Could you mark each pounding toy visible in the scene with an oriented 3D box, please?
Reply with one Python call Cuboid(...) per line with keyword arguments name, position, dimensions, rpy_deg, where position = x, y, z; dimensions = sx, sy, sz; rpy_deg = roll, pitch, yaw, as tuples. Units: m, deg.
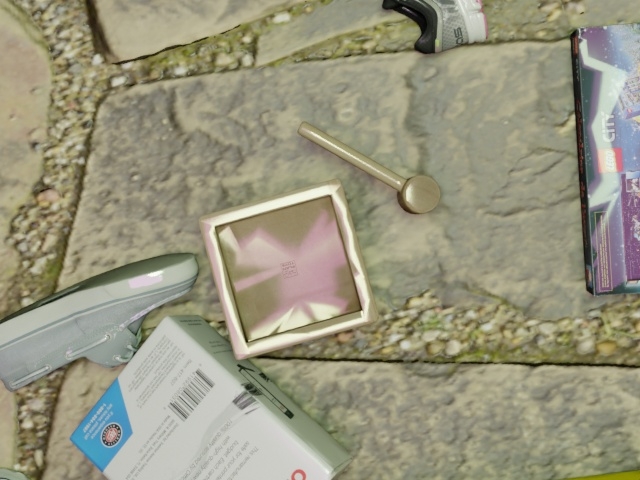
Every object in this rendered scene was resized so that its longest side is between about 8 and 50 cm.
Cuboid(name="pounding toy", position=(0.003, -0.011, 0.907), dimensions=(0.206, 0.094, 0.181), rpy_deg=(-16, 87, -2))

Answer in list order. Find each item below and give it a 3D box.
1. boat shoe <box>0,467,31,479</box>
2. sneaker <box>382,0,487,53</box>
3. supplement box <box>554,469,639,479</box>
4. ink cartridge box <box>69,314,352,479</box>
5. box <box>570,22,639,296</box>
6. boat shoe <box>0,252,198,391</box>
Cuboid(name="boat shoe", position=(-0.418, 0.301, 0.968), dimensions=(0.301, 0.102, 0.108), rpy_deg=(-16, 92, 7))
Cuboid(name="sneaker", position=(0.079, -0.236, 0.890), dimensions=(0.075, 0.063, 0.170), rpy_deg=(-28, 95, 2))
Cuboid(name="supplement box", position=(0.160, 0.330, 0.857), dimensions=(0.356, 0.195, 0.194), rpy_deg=(-10, 93, 8))
Cuboid(name="ink cartridge box", position=(-0.096, 0.186, 0.914), dimensions=(0.203, 0.086, 0.148), rpy_deg=(41, 97, 13))
Cuboid(name="box", position=(0.306, -0.073, 0.885), dimensions=(0.159, 0.044, 0.233), rpy_deg=(-4, 94, 6))
Cuboid(name="boat shoe", position=(-0.206, 0.079, 0.947), dimensions=(0.227, 0.079, 0.081), rpy_deg=(-21, 101, 13))
